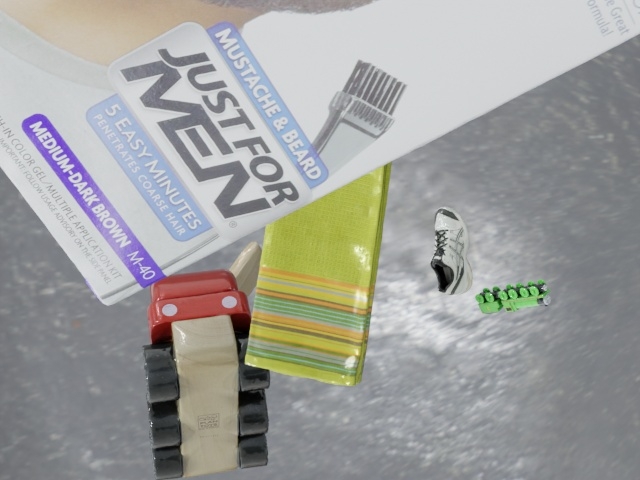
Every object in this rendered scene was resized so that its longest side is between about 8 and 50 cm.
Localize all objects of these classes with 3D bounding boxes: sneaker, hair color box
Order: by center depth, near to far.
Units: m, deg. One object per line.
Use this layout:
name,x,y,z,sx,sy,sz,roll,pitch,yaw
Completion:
hair color box,-0.014,-0.128,0.730,0.339,0.110,0.185,-28,119,11
sneaker,0.118,0.010,1.347,0.032,0.037,0.083,-14,88,45

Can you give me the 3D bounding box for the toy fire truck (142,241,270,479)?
toy fire truck,-0.110,0.091,1.495,0.158,0.217,0.246,-7,51,-9

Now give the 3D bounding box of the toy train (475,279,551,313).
toy train,0.170,0.051,1.281,0.083,0.017,0.024,-11,110,50

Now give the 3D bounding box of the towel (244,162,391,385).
towel,0.000,0.000,1.228,0.102,0.021,0.237,9,95,9
